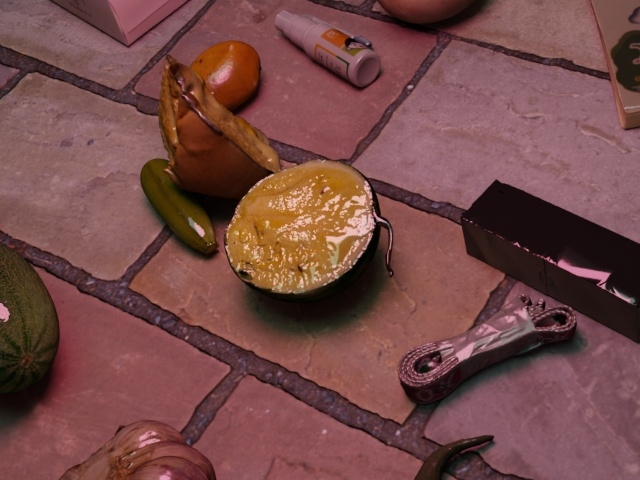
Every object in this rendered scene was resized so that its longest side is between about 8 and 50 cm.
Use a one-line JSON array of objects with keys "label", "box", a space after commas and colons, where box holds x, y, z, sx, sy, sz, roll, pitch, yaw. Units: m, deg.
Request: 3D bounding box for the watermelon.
[{"label": "watermelon", "box": [-0.007, -0.001, 1.527, 0.232, 0.127, 0.204, -10, 57, 13]}]

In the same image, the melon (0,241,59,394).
[{"label": "melon", "box": [-0.466, 0.094, 1.550, 0.182, 0.182, 0.288, -33, 47, -12]}]

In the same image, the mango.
[{"label": "mango", "box": [-0.166, -0.253, 1.817, 0.115, 0.089, 0.165, 27, 65, 34]}]

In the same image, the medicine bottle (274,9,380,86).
[{"label": "medicine bottle", "box": [0.017, -0.326, 1.849, 0.092, 0.061, 0.220, -21, 43, -35]}]

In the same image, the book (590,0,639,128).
[{"label": "book", "box": [0.549, -0.327, 1.698, 0.260, 0.043, 0.371, -9, 49, 8]}]

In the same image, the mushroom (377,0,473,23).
[{"label": "mushroom", "box": [0.170, -0.459, 1.818, 0.204, 0.204, 0.204, -8, 49, 10]}]

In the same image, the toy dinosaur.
[{"label": "toy dinosaur", "box": [0.154, 0.327, 1.279, 0.178, 0.087, 0.187, -6, 55, -38]}]

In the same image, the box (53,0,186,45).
[{"label": "box", "box": [-0.371, -0.498, 2.066, 0.203, 0.116, 0.274, -41, 51, -19]}]

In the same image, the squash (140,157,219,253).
[{"label": "squash", "box": [-0.208, -0.051, 1.676, 0.066, 0.066, 0.201, -32, 55, -11]}]

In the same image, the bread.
[{"label": "bread", "box": [-0.171, -0.139, 1.642, 0.133, 0.251, 0.174, -36, 49, 13]}]

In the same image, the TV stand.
[{"label": "TV stand", "box": [0.312, 0.021, 1.448, 0.269, 0.083, 0.088, 28, 64, 35]}]

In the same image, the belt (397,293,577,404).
[{"label": "belt", "box": [0.205, 0.131, 1.405, 0.232, 0.053, 0.071, -22, 47, -2]}]

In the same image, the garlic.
[{"label": "garlic", "box": [-0.211, 0.327, 1.298, 0.245, 0.160, 0.245, -37, 21, 17]}]
